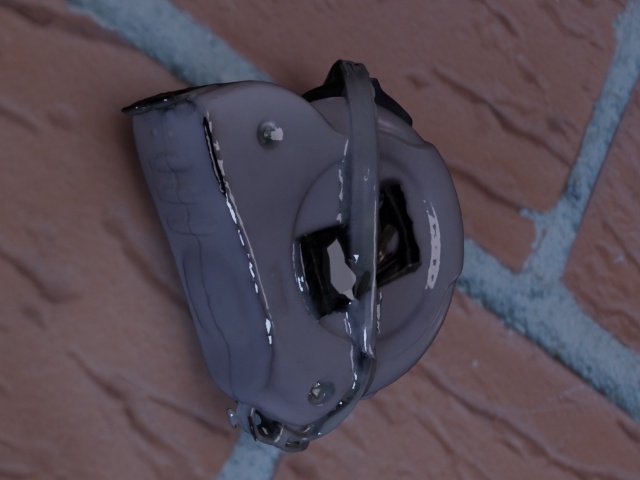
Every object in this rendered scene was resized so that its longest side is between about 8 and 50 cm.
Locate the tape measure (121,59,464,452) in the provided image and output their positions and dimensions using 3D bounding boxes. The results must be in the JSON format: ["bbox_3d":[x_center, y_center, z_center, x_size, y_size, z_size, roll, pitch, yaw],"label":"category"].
[{"bbox_3d":[0.000,0.000,0.772,0.197,0.120,0.236,-25,106,-36],"label":"tape measure"}]
